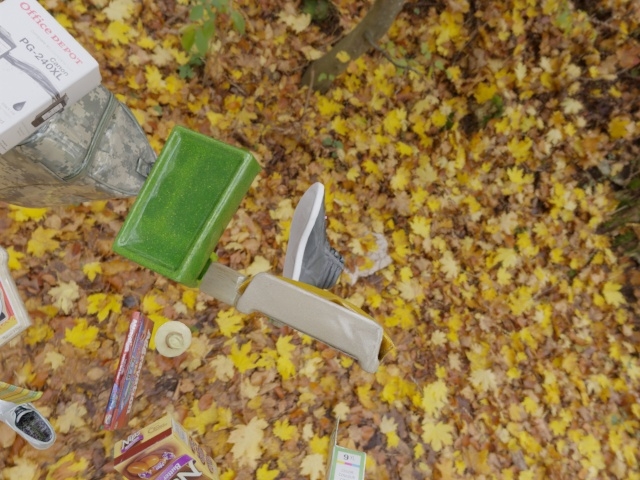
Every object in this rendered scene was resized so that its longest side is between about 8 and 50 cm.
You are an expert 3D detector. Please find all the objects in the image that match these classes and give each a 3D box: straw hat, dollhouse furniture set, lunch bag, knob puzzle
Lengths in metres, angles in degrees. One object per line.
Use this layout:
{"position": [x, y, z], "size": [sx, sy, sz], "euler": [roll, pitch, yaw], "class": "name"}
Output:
{"position": [-0.548, 0.380, 1.602], "size": [0.145, 0.061, 0.144], "euler": [-4, 97, -34], "class": "straw hat"}
{"position": [-0.041, 0.023, 0.500], "size": [0.302, 0.197, 0.151], "euler": [23, 78, 11], "class": "dollhouse furniture set"}
{"position": [-0.491, -0.166, 0.785], "size": [0.256, 0.306, 0.212], "euler": [57, 35, -57], "class": "lunch bag"}
{"position": [-0.464, 0.064, 0.524], "size": [0.213, 0.213, 0.030], "euler": [57, 11, 9], "class": "knob puzzle"}

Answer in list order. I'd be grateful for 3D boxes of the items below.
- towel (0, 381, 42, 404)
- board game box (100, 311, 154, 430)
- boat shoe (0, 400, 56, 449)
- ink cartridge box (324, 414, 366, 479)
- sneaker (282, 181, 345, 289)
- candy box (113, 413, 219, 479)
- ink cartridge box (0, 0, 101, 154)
{"position": [-0.661, 0.259, 0.801], "size": [0.237, 0.102, 0.021], "euler": [42, 38, -37], "class": "towel"}
{"position": [-0.494, 0.337, 1.105], "size": [0.027, 0.145, 0.281], "euler": [9, 69, -6], "class": "board game box"}
{"position": [-0.821, 0.482, 1.175], "size": [0.227, 0.081, 0.079], "euler": [45, 42, -4], "class": "boat shoe"}
{"position": [0.038, 0.436, 0.750], "size": [0.062, 0.108, 0.209], "euler": [11, 46, 3], "class": "ink cartridge box"}
{"position": [0.000, 0.000, 1.139], "size": [0.147, 0.105, 0.295], "euler": [12, 93, -27], "class": "sneaker"}
{"position": [-0.276, 0.413, 0.782], "size": [0.109, 0.186, 0.053], "euler": [-28, 35, -8], "class": "candy box"}
{"position": [-0.352, -0.192, 0.487], "size": [0.109, 0.063, 0.150], "euler": [47, 69, -15], "class": "ink cartridge box"}
